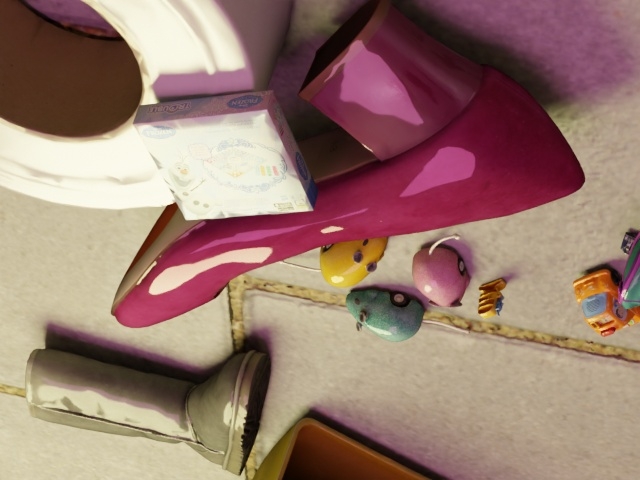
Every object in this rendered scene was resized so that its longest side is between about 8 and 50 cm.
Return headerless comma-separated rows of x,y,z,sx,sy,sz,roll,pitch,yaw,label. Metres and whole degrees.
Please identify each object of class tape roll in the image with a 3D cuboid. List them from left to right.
-0.165,-0.148,0.964,0.286,0.100,0.286,11,143,9,tape roll

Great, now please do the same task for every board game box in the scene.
-0.058,-0.051,0.944,0.090,0.020,0.090,-4,139,20,board game box

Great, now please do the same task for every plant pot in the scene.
0.000,0.317,1.409,0.212,0.212,0.187,29,153,-15,plant pot

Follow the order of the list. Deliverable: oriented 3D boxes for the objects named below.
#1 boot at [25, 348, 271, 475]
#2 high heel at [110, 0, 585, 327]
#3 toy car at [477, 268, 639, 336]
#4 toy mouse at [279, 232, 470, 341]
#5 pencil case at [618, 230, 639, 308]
-0.155,0.130,1.342,0.208,0.076,0.190,22,141,5,boot
0.000,0.000,1.057,0.181,0.127,0.377,37,137,-14,high heel
0.179,0.057,1.135,0.122,0.041,0.060,-10,135,30,toy car
0.066,0.044,1.170,0.161,0.031,0.143,-23,128,40,toy mouse
0.281,0.036,1.051,0.151,0.064,0.070,19,127,-2,pencil case
